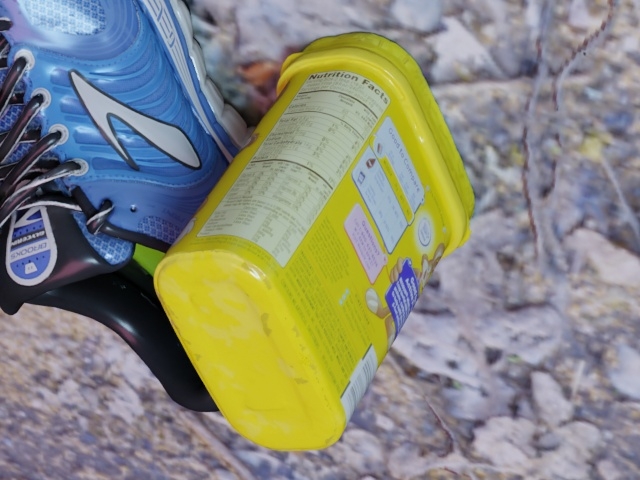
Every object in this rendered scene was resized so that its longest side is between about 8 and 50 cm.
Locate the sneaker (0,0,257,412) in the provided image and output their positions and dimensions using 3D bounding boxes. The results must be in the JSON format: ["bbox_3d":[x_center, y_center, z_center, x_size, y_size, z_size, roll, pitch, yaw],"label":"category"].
[{"bbox_3d":[-0.119,-0.049,0.981,0.129,0.147,0.330,-28,111,43],"label":"sneaker"}]

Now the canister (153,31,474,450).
[{"bbox_3d":[0.000,0.000,0.939,0.073,0.170,0.126,-5,125,33],"label":"canister"}]
